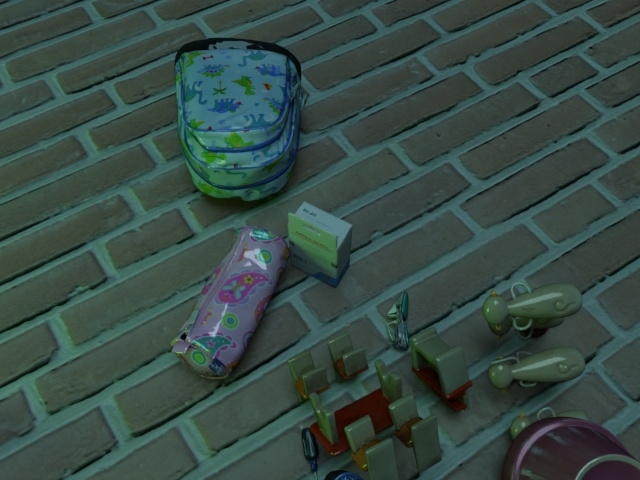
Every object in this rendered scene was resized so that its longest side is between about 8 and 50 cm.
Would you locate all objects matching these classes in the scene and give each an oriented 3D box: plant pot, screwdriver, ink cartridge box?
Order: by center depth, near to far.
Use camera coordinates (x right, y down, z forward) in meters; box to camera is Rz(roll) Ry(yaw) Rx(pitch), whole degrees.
[{"bbox_3d":[0.383,0.360,0.952,0.201,0.180,0.201,1,79,-3],"label":"plant pot"},{"bbox_3d":[-0.009,0.386,1.067,0.025,0.024,0.170,-20,62,22],"label":"screwdriver"},{"bbox_3d":[0.000,0.000,1.216,0.104,0.180,0.060,27,61,15],"label":"ink cartridge box"}]

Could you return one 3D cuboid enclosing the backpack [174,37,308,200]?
[{"bbox_3d":[-0.169,-0.251,1.360,0.290,0.273,0.356,3,69,-7],"label":"backpack"}]

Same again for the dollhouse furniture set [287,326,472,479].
[{"bbox_3d":[0.110,0.258,1.056,0.259,0.135,0.262,-23,29,-19],"label":"dollhouse furniture set"}]

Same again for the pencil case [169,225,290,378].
[{"bbox_3d":[-0.157,0.106,1.182,0.124,0.124,0.284,20,58,12],"label":"pencil case"}]

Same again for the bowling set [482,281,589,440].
[{"bbox_3d":[0.341,0.190,1.130,0.154,0.200,0.287,-8,100,0],"label":"bowling set"}]

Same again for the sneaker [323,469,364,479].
[{"bbox_3d":[0.082,0.446,0.997,0.081,0.090,0.232,-30,83,-19],"label":"sneaker"}]

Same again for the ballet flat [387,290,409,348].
[{"bbox_3d":[0.141,0.144,1.211,0.041,0.041,0.114,3,56,1],"label":"ballet flat"}]
